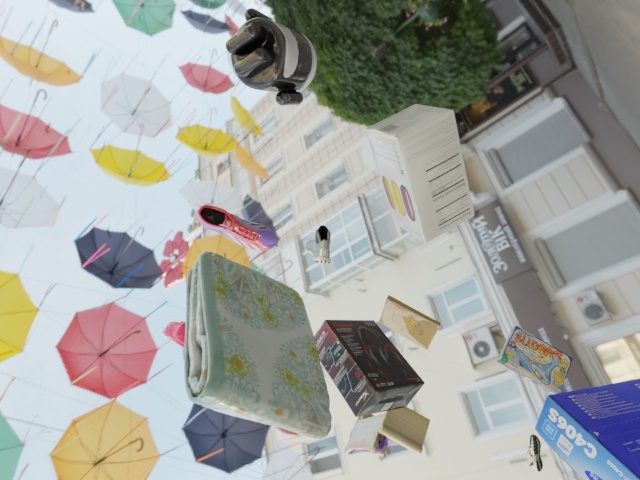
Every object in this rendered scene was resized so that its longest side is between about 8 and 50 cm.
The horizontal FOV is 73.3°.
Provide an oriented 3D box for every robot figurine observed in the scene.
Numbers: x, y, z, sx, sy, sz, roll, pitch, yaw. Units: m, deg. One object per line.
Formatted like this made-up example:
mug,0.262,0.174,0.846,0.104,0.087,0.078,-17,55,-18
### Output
robot figurine,-0.124,-0.478,1.133,0.174,0.209,0.278,23,-158,20

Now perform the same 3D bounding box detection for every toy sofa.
toy sofa,0.222,0.688,1.500,0.150,0.362,0.177,29,-120,2

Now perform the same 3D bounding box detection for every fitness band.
fitness band,-0.247,0.276,1.022,0.054,0.209,0.291,-56,-49,-21

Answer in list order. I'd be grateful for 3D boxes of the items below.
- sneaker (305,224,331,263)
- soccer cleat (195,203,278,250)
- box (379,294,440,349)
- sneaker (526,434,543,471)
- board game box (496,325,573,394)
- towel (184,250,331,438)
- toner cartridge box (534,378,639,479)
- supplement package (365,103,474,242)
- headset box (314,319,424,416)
sneaker,0.000,0.000,1.680,0.086,0.132,0.229,3,-167,-17
soccer cleat,-0.238,-0.035,1.225,0.248,0.083,0.095,25,175,-9
box,0.313,0.293,1.536,0.201,0.164,0.021,28,-128,20
sneaker,0.667,0.666,1.356,0.040,0.044,0.109,1,-95,-28
board game box,0.698,0.389,1.401,0.201,0.035,0.136,30,-111,11
towel,-0.130,0.207,0.913,0.321,0.090,0.374,31,-154,-34
toner cartridge box,0.536,0.302,0.673,0.348,0.075,0.165,-1,-157,-19
supplement package,0.213,-0.143,0.915,0.139,0.134,0.244,45,160,60
headset box,0.123,0.348,1.260,0.218,0.110,0.293,10,-152,-40
